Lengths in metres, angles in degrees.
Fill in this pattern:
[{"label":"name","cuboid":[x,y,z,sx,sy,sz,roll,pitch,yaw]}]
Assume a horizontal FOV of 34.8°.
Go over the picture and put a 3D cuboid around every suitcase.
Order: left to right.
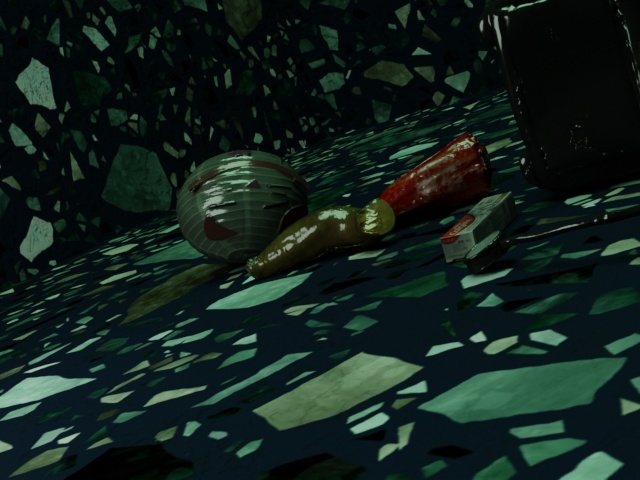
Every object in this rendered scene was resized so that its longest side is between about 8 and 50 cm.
[{"label":"suitcase","cuboid":[0.450,-0.271,1.599,0.339,0.345,0.188,-15,5,24]}]

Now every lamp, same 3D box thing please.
[{"label":"lamp","cuboid":[-0.148,-0.061,1.983,0.265,0.233,0.233,-9,9,-2]},{"label":"lamp","cuboid":[0.321,0.005,1.210,0.371,0.108,0.130,-31,11,44]}]

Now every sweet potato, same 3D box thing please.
[{"label":"sweet potato","cuboid":[-0.003,-0.006,1.773,0.285,0.085,0.112,-16,14,20]}]

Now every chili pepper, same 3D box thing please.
[{"label":"chili pepper","cuboid":[0.193,-0.094,1.847,0.252,0.136,0.144,-25,35,13]}]

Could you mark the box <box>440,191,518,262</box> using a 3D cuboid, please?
[{"label":"box","cuboid":[0.239,-0.022,1.519,0.055,0.040,0.218,-12,11,30]}]
